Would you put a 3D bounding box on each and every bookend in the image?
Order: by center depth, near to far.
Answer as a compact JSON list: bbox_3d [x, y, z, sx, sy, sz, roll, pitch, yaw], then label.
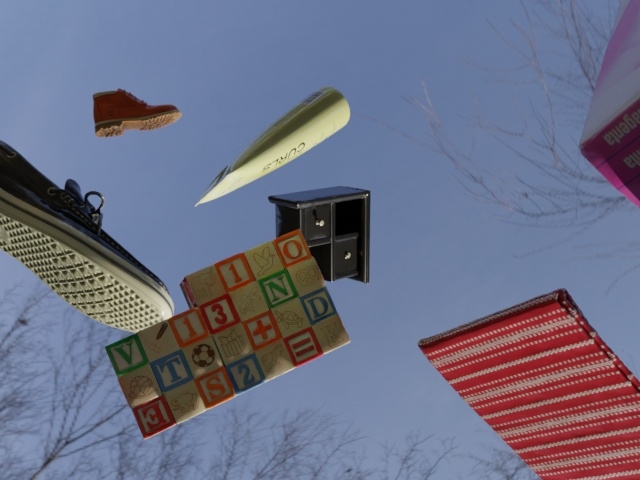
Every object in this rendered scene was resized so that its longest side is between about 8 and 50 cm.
[{"bbox_3d":[0.000,0.000,1.211,0.072,0.157,0.156,14,-72,46],"label":"bookend"}]

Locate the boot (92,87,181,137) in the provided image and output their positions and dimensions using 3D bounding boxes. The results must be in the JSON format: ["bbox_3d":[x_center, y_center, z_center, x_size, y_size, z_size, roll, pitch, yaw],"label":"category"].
[{"bbox_3d":[-0.334,-0.241,1.378,0.158,0.059,0.084,-10,-102,-18],"label":"boot"}]

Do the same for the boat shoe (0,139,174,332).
[{"bbox_3d":[-0.444,-0.020,1.309,0.500,0.156,0.186,32,-42,10],"label":"boat shoe"}]

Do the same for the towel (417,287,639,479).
[{"bbox_3d":[0.258,0.175,0.809,0.275,0.031,0.199,46,-44,-12],"label":"towel"}]

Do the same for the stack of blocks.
[{"bbox_3d":[-0.133,0.122,1.027,0.297,0.087,0.171,-24,-93,-17],"label":"stack of blocks"}]

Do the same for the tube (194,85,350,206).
[{"bbox_3d":[-0.055,-0.115,0.935,0.062,0.240,0.070,24,-46,27],"label":"tube"}]

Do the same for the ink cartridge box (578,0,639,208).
[{"bbox_3d":[0.222,-0.149,0.262,0.071,0.324,0.330,28,-119,-6],"label":"ink cartridge box"}]
